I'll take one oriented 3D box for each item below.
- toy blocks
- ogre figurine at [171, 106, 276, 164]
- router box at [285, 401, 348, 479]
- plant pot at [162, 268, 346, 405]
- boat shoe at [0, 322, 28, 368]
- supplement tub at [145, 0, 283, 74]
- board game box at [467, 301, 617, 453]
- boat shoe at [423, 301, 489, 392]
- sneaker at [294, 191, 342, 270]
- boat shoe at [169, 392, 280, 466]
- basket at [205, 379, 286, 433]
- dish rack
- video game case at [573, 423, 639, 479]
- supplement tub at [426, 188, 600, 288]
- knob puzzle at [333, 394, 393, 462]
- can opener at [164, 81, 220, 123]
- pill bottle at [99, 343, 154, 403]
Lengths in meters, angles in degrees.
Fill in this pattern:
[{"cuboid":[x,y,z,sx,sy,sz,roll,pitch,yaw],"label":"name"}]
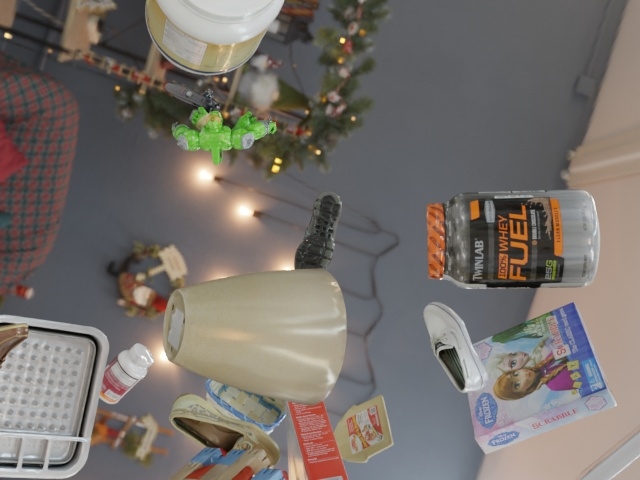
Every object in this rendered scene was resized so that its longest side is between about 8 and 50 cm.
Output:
[{"cuboid":[-0.184,0.483,1.406,0.381,0.191,0.261,-13,-164,47],"label":"toy blocks"},{"cuboid":[-0.189,-0.201,1.471,0.118,0.197,0.097,-86,-167,-66],"label":"ogre figurine"},{"cuboid":[-0.008,0.550,1.732,0.301,0.082,0.335,-112,-162,-54],"label":"router box"},{"cuboid":[-0.133,0.164,1.398,0.256,0.274,0.256,-24,-118,58],"label":"plant pot"},{"cuboid":[-0.530,0.185,1.244,0.178,0.060,0.064,-28,165,21],"label":"boat shoe"},{"cuboid":[-0.185,-0.434,1.353,0.316,0.228,0.228,168,-58,-75],"label":"supplement tub"},{"cuboid":[0.506,0.323,1.862,0.318,0.066,0.319,-27,-153,18],"label":"board game box"},{"cuboid":[0.283,0.229,1.693,0.226,0.076,0.083,57,-49,31],"label":"boat shoe"},{"cuboid":[0.000,0.000,2.159,0.106,0.101,0.267,97,13,-73],"label":"sneaker"},{"cuboid":[-0.226,0.464,1.809,0.104,0.285,0.089,-59,-173,15],"label":"boat shoe"},{"cuboid":[-0.180,0.387,2.068,0.201,0.255,0.289,-49,168,-42],"label":"basket"},{"cuboid":[-0.623,0.333,1.667,0.072,0.285,0.333,4,-99,56],"label":"dish rack"},{"cuboid":[0.608,0.381,1.480,0.329,0.036,0.300,-46,157,13],"label":"video game case"},{"cuboid":[0.395,-0.001,1.632,0.207,0.338,0.207,-2,90,-82],"label":"supplement tub"},{"cuboid":[0.115,0.558,2.232,0.213,0.030,0.213,-24,-139,23],"label":"knob puzzle"},{"cuboid":[-0.270,-0.293,1.602,0.073,0.186,0.059,-46,139,-9],"label":"can opener"},{"cuboid":[-0.491,0.331,1.942,0.152,0.086,0.086,-43,-169,11],"label":"pill bottle"}]
